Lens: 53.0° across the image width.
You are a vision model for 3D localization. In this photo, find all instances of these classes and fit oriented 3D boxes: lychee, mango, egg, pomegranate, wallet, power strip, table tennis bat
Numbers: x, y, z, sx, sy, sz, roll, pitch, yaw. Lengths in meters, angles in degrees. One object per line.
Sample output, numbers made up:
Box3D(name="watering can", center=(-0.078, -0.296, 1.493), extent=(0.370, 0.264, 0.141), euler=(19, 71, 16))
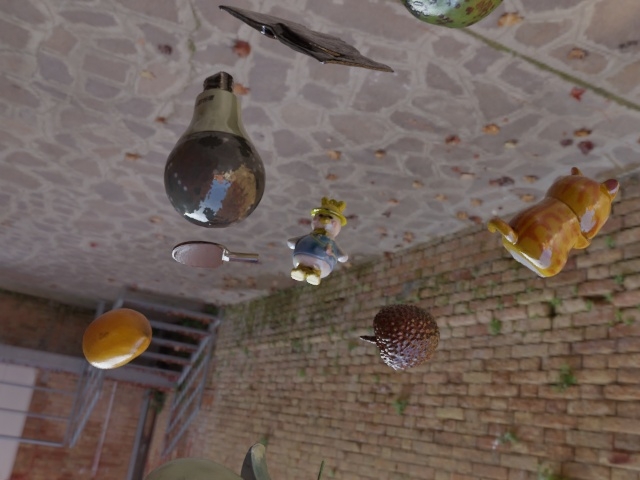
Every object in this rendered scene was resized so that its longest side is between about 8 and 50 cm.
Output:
Box3D(name="lychee", center=(0.193, 0.235, 1.563), extent=(0.197, 0.165, 0.165), euler=(-17, 157, 11))
Box3D(name="mango", center=(-0.471, 0.230, 1.508), extent=(0.219, 0.145, 0.112), euler=(-12, 141, 37))
Box3D(name="egg", center=(-0.233, 0.523, 1.250), extent=(0.264, 0.183, 0.183), euler=(26, 157, -28))
Box3D(name="pomegranate", center=(0.255, -0.538, 1.203), extent=(0.254, 0.254, 0.270), euler=(11, 140, -8))
Box3D(name="wallet", center=(-0.028, -0.423, 1.348), extent=(0.323, 0.041, 0.247), euler=(35, -155, 33))
Box3D(name="power strip", center=(-0.106, 0.606, 1.502), extent=(0.054, 0.168, 0.253), euler=(12, -168, -43))
Box3D(name="table tennis bat", center=(-0.193, 0.028, 1.183), extent=(0.158, 0.014, 0.095), euler=(4, 149, -12))

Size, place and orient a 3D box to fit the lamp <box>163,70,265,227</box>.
Box3D(name="lamp", center=(-0.210, -0.167, 1.188), extent=(0.182, 0.314, 0.182), euler=(-16, 151, -9))

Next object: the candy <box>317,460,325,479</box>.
Box3D(name="candy", center=(-0.021, 0.696, 1.699), extent=(0.084, 0.288, 0.078), euler=(12, 120, 4))

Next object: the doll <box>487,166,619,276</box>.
Box3D(name="doll", center=(0.540, -0.039, 1.472), extent=(0.166, 0.269, 0.162), euler=(42, 163, 48))

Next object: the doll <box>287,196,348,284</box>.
Box3D(name="doll", center=(-0.001, -0.001, 1.564), extent=(0.135, 0.241, 0.099), euler=(-4, 146, 38))
